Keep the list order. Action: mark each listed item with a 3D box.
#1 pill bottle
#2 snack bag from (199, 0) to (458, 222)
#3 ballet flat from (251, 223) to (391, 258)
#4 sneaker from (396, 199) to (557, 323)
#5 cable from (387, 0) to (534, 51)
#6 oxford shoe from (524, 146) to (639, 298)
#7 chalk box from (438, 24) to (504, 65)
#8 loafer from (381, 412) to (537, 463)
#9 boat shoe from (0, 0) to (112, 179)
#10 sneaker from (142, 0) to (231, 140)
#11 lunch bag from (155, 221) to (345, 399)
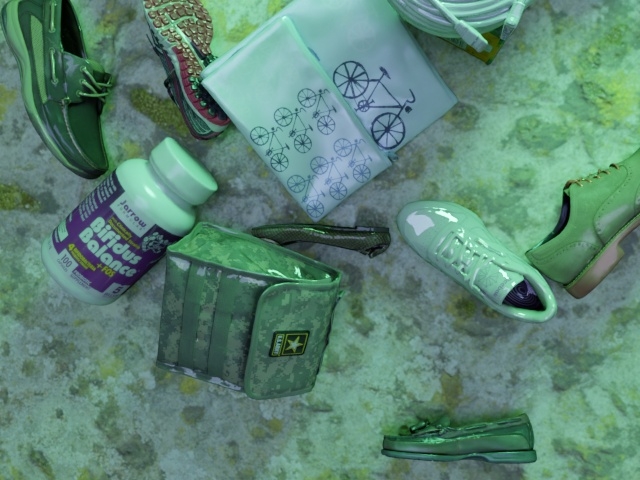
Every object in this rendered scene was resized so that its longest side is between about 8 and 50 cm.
[{"bbox_3d":[-0.333,-0.037,1.025,0.301,0.169,0.169,-42,87,9],"label":"pill bottle"},{"bbox_3d":[0.027,-0.250,0.969,0.342,0.037,0.323,-37,106,5],"label":"snack bag"},{"bbox_3d":[0.000,0.000,1.025,0.249,0.084,0.058,2,93,3],"label":"ballet flat"},{"bbox_3d":[0.262,0.029,0.946,0.305,0.152,0.114,34,100,7],"label":"sneaker"},{"bbox_3d":[0.196,-0.410,0.778,0.257,0.089,0.257,35,97,5],"label":"cable"},{"bbox_3d":[0.469,-0.079,0.924,0.130,0.123,0.348,34,97,11],"label":"oxford shoe"},{"bbox_3d":[0.277,-0.460,0.895,0.180,0.179,0.289,31,98,5],"label":"chalk box"},{"bbox_3d":[0.240,0.345,1.014,0.267,0.096,0.084,1,74,2],"label":"loafer"},{"bbox_3d":[-0.460,-0.290,1.048,0.130,0.132,0.356,-21,92,10],"label":"boat shoe"},{"bbox_3d":[-0.248,-0.322,1.026,0.112,0.120,0.299,-34,75,51],"label":"sneaker"},{"bbox_3d":[-0.116,0.130,0.987,0.286,0.169,0.235,15,113,6],"label":"lunch bag"}]
